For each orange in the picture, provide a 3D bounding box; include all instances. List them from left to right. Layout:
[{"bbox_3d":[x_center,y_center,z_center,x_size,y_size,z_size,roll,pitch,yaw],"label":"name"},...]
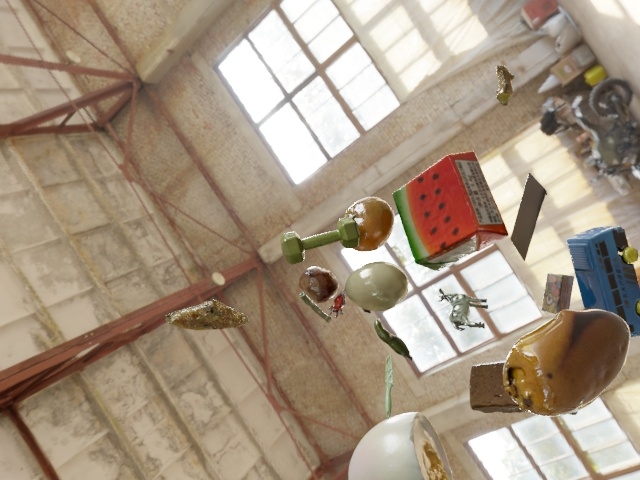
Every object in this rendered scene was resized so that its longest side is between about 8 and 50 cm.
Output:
[{"bbox_3d":[0.191,-0.069,2.014,0.171,0.240,0.240,34,-147,-36],"label":"orange"}]

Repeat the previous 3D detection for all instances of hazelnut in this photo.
[{"bbox_3d":[-0.005,0.166,1.904,0.154,0.143,0.143,34,-168,32],"label":"hazelnut"}]

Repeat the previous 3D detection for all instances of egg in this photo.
[{"bbox_3d":[0.209,0.171,1.817,0.186,0.241,0.186,32,-128,-55],"label":"egg"},{"bbox_3d":[0.267,0.841,1.783,0.354,0.340,0.354,49,-155,-33],"label":"egg"}]

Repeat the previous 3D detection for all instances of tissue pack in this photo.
[{"bbox_3d":[0.870,0.195,1.789,0.060,0.148,0.108,10,178,-5],"label":"tissue pack"}]

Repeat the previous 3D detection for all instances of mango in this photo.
[{"bbox_3d":[0.501,0.245,0.995,0.201,0.287,0.152,64,160,-11],"label":"mango"}]

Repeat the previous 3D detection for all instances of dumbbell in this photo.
[{"bbox_3d":[0.000,0.000,1.857,0.121,0.302,0.108,-119,16,-65],"label":"dumbbell"}]

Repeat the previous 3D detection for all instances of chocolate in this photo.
[{"bbox_3d":[0.457,-0.108,1.804,0.161,0.341,0.360,1,-115,-39],"label":"chocolate"}]

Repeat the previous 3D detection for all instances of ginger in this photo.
[{"bbox_3d":[0.630,-0.533,1.668,0.044,0.057,0.137,3,-96,-54],"label":"ginger"}]

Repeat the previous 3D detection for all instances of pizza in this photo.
[{"bbox_3d":[-0.382,0.267,1.690,0.292,0.197,0.058,7,-124,-24],"label":"pizza"}]

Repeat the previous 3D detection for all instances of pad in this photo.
[{"bbox_3d":[0.692,-0.079,1.630,0.159,0.009,0.265,-88,1,-60],"label":"pad"}]

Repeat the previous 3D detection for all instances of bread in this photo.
[{"bbox_3d":[0.623,0.459,1.541,0.113,0.416,0.165,18,-113,-12],"label":"bread"}]

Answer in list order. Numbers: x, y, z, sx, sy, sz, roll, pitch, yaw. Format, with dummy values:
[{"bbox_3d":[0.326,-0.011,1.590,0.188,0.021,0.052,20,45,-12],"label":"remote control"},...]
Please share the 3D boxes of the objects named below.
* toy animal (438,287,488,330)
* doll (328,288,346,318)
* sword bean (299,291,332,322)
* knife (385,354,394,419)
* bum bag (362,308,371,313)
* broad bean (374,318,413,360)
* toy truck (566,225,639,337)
[{"bbox_3d":[0.479,0.235,1.674,0.217,0.176,0.073,-55,-43,-52],"label":"toy animal"},{"bbox_3d":[0.072,0.238,1.851,0.039,0.057,0.114,33,-104,-35],"label":"doll"},{"bbox_3d":[-0.021,0.339,2.431,0.269,0.038,0.043,47,-138,-39],"label":"sword bean"},{"bbox_3d":[0.222,0.470,1.572,0.014,0.030,0.207,47,-142,-47],"label":"knife"},{"bbox_3d":[0.202,0.298,2.327,0.058,0.034,0.124,22,143,62],"label":"bum bag"},{"bbox_3d":[0.287,0.398,1.932,0.213,0.048,0.070,48,-142,-2],"label":"broad bean"},{"bbox_3d":[0.982,0.147,1.665,0.161,0.162,0.385,180,74,-83],"label":"toy truck"}]
